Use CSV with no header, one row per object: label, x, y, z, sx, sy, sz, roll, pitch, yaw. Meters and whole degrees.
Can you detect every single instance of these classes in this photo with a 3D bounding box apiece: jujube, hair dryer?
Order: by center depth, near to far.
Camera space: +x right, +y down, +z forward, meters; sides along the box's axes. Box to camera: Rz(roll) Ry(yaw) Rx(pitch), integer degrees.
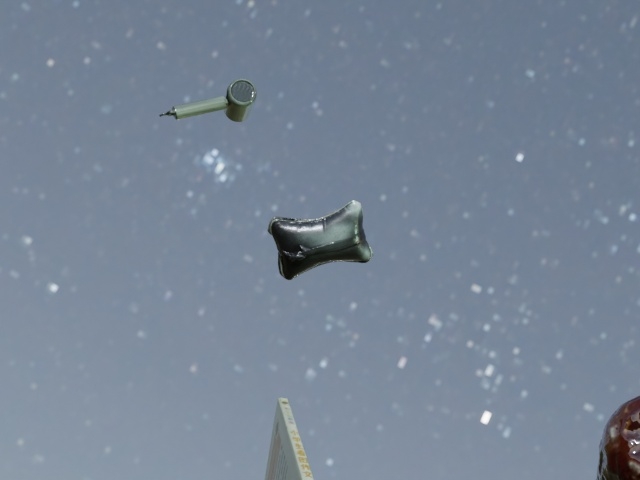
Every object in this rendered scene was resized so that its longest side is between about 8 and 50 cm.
hair dryer,-0.144,-0.167,1.806,0.124,0.038,0.063,-14,-15,-13
jujube,0.485,0.318,1.957,0.223,0.223,0.318,15,-19,27

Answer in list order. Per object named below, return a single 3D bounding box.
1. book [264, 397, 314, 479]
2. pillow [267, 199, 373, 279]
book,-0.032,0.321,1.462,0.020,0.208,0.295,4,21,-12
pillow,0.000,0.000,1.980,0.135,0.091,0.055,-15,-5,-2
